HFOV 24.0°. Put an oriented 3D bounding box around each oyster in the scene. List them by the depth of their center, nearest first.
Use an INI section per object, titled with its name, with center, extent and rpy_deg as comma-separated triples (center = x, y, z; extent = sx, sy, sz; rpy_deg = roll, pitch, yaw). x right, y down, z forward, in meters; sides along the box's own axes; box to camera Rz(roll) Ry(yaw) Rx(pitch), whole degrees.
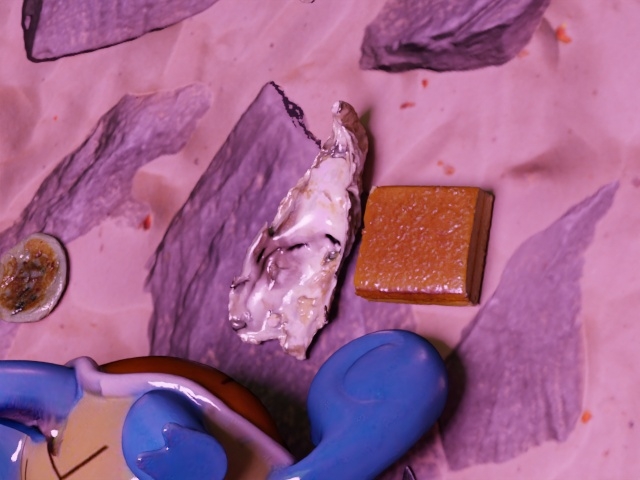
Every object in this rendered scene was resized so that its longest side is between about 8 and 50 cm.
[oyster]
center = -0.002, 0.001, 1.175
extent = 0.106, 0.061, 0.200
rpy_deg = 39, 95, 17

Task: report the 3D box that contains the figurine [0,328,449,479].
[figurine]
center = -0.120, 0.167, 1.068
extent = 0.416, 0.298, 0.243
rpy_deg = -12, 35, 21

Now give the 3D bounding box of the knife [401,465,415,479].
[knife]
center = 0.069, 0.240, 1.053
extent = 0.023, 0.010, 0.170
rpy_deg = -14, 62, 18

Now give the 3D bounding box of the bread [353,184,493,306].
[bread]
center = 0.077, 0.003, 1.127
extent = 0.094, 0.035, 0.090
rpy_deg = 1, 72, 30

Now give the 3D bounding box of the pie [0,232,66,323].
[pie]
center = -0.253, 0.032, 1.313
extent = 0.085, 0.017, 0.085
rpy_deg = -11, 66, 25

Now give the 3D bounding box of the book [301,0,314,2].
[book]
center = 0.007, -0.333, 1.307
extent = 0.157, 0.026, 0.231
rpy_deg = 40, 93, 34
